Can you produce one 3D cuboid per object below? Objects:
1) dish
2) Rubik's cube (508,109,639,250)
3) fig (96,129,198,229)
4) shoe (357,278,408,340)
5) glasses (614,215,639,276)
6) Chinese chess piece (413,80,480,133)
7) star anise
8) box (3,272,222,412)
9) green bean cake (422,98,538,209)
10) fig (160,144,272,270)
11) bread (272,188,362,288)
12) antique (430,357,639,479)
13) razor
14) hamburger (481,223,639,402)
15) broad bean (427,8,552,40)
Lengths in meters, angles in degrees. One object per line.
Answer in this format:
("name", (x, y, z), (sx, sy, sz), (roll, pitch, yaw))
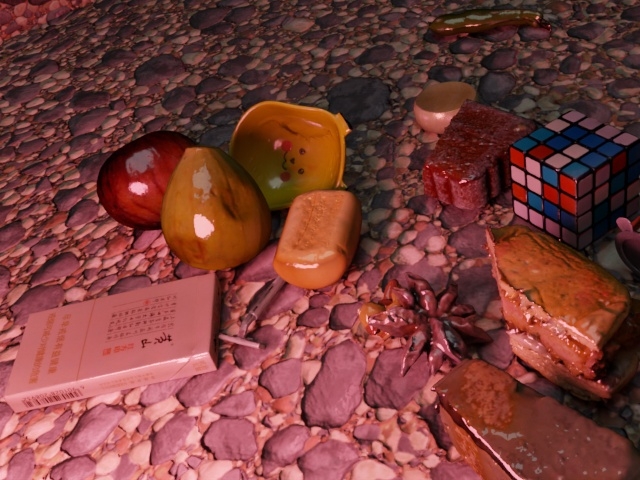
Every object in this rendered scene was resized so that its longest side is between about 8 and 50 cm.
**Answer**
("dish", (-0.049, -0.169, 1.527), (0.262, 0.221, 0.108), (3, 4, 20))
("Rubik's cube", (0.430, -0.104, 1.264), (0.151, 0.155, 0.154), (-29, 41, -16))
("fig", (-0.341, -0.113, 1.526), (0.235, 0.215, 0.235), (-9, 12, 2))
("shoe", (0.109, 0.113, 1.202), (0.109, 0.072, 0.069), (-38, 82, -17))
("glasses", (0.609, -0.021, 1.130), (0.268, 0.118, 0.234), (-39, 42, -24))
("Chinese chess piece", (0.274, -0.287, 1.613), (0.144, 0.058, 0.144), (-9, 39, 8))
("star anise", (0.168, 0.121, 1.136), (0.195, 0.065, 0.182), (0, 52, -9))
("box", (-0.356, 0.175, 1.315), (0.365, 0.051, 0.205), (-13, 39, 6))
("green bean cake", (0.288, -0.163, 1.431), (0.198, 0.097, 0.232), (25, 56, 38))
("fig", (-0.200, -0.052, 1.379), (0.207, 0.230, 0.207), (-9, 41, 8))
("bread", (0.000, 0.000, 1.348), (0.147, 0.098, 0.217), (3, 42, 17))
("antique", (0.255, 0.262, 0.927), (0.150, 0.125, 0.284), (-33, 42, -20))
("razor", (-0.093, 0.102, 1.315), (0.084, 0.036, 0.211), (10, 47, 27))
("hamburger", (0.344, 0.092, 1.070), (0.245, 0.155, 0.282), (1, 39, 17))
("broad bean", (0.419, -0.543, 1.857), (0.318, 0.056, 0.098), (10, 46, 27))
